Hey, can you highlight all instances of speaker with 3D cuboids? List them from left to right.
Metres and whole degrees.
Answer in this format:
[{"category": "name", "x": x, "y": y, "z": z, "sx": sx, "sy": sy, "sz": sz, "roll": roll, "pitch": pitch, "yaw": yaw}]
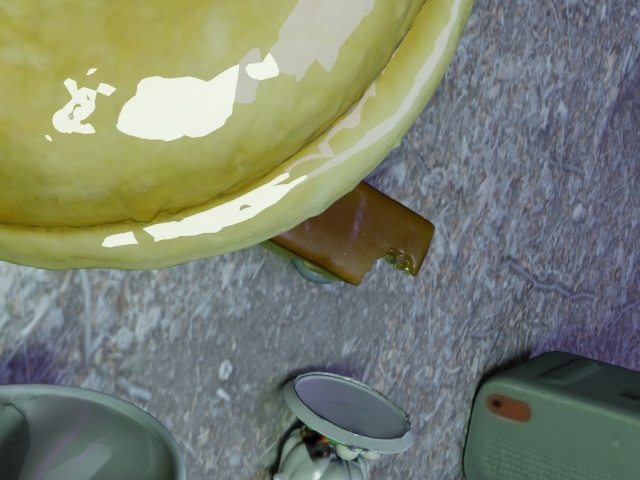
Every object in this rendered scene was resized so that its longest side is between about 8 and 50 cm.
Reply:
[{"category": "speaker", "x": 0.380, "y": 0.263, "z": 1.645, "sx": 0.184, "sy": 0.406, "sz": 0.183, "roll": -6, "pitch": 108, "yaw": -55}]

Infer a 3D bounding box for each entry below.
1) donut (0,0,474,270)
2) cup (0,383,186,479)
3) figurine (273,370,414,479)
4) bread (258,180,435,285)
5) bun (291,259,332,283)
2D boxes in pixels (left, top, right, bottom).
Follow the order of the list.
[{"category": "donut", "x": -0.112, "y": -0.206, "z": 0.619, "sx": 0.198, "sy": 0.448, "sz": 0.449, "roll": -171, "pitch": -83, "yaw": -78}, {"category": "cup", "x": -0.183, "y": 0.279, "z": 0.865, "sx": 0.212, "sy": 0.212, "sz": 0.318, "roll": -34, "pitch": 131, "yaw": -50}, {"category": "figurine", "x": 0.003, "y": 0.216, "z": 1.276, "sx": 0.132, "sy": 0.132, "sz": 0.154, "roll": -9, "pitch": 124, "yaw": -59}, {"category": "bread", "x": 0.003, "y": -0.018, "z": 1.151, "sx": 0.226, "sy": 0.049, "sz": 0.088, "roll": 29, "pitch": 72, "yaw": -40}, {"category": "bun", "x": 0.000, "y": 0.000, "z": 1.226, "sx": 0.083, "sy": 0.045, "sz": 0.083, "roll": -39, "pitch": 136, "yaw": -51}]
